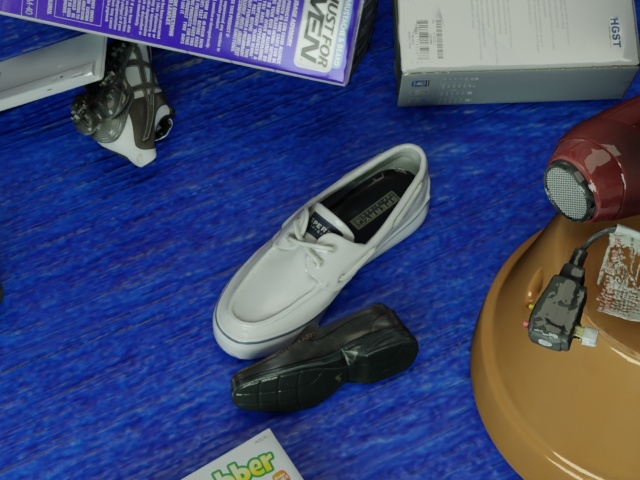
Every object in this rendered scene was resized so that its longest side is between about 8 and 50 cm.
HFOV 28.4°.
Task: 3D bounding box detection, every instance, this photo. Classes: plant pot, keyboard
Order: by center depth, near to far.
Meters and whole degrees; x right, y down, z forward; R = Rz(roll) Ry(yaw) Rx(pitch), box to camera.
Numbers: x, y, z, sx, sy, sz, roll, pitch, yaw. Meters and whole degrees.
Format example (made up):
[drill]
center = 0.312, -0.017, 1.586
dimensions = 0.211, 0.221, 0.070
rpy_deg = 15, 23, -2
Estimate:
[plant pot]
center = 0.276, 0.065, 1.038
dimensions = 0.291, 0.203, 0.290
rpy_deg = 0, 58, 1
[keyboard]
center = -0.325, -0.147, 1.231
dimensions = 0.256, 0.014, 0.072
rpy_deg = -15, 42, 13

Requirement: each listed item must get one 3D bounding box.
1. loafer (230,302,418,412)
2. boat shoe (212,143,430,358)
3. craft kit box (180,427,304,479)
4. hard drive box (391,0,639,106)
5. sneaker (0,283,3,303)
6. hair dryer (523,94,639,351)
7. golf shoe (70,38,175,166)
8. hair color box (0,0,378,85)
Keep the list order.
[loafer]
center = -0.002, 0.102, 1.105
dimensions = 0.170, 0.062, 0.061
rpy_deg = -14, 49, -18
[boat shoe]
center = 0.000, 0.000, 1.147
dimensions = 0.095, 0.084, 0.258
rpy_deg = 36, 65, 20
[craft kit box]
center = -0.079, 0.309, 0.978
dimensions = 0.250, 0.061, 0.246
rpy_deg = -29, 60, -17
[hard drive box]
center = 0.188, -0.234, 1.264
dimensions = 0.232, 0.089, 0.181
rpy_deg = -1, 73, 0
[sneaker]
center = -0.440, 0.045, 1.124
dimensions = 0.300, 0.111, 0.121
rpy_deg = -12, 49, -14
[hair dryer]
center = 0.271, -0.010, 0.939
dimensions = 0.224, 0.080, 0.293
rpy_deg = 20, 65, -6
[golf shoe]
center = -0.189, -0.142, 1.252
dimensions = 0.077, 0.094, 0.198
rpy_deg = -31, 30, 25
[hair color box]
center = -0.117, -0.248, 1.229
dimensions = 0.339, 0.110, 0.185
rpy_deg = 14, 20, 4
